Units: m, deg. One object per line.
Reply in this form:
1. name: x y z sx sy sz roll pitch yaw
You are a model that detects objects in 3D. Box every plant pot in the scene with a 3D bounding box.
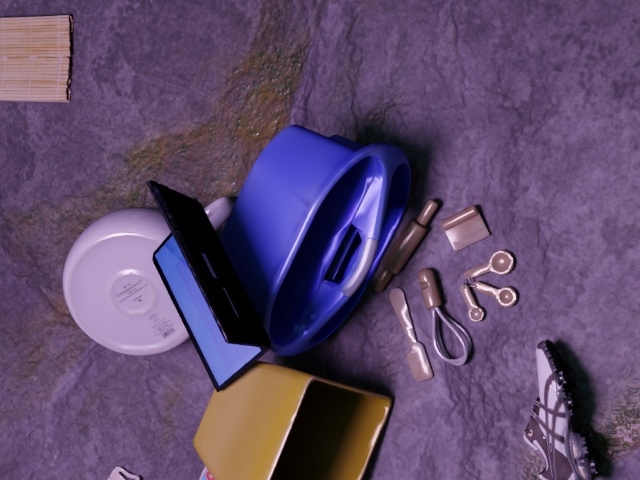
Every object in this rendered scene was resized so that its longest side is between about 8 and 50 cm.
1. plant pot: -0.058 0.282 1.623 0.187 0.212 0.212 20 87 40

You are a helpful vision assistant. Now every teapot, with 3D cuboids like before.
1. teapot: -0.274 0.044 1.764 0.255 0.187 0.253 8 114 2

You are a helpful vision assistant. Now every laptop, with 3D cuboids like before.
1. laptop: -0.179 0.070 1.491 0.136 0.264 0.234 -31 76 9

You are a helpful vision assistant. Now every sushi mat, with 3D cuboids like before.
1. sushi mat: -0.574 -0.328 2.008 0.316 0.019 0.152 4 90 27

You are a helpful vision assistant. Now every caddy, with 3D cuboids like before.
1. caddy: 0.000 0.000 1.582 0.179 0.241 0.341 33 105 28

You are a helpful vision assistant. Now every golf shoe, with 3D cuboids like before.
1. golf shoe: 0.310 0.237 1.507 0.093 0.077 0.198 -18 80 27

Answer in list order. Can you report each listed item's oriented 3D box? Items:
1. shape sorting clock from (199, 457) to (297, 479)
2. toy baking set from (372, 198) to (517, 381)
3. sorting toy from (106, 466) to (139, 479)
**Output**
1. shape sorting clock: -0.115 0.423 1.747 0.206 0.040 0.206 0 89 27
2. toy baking set: 0.171 0.071 1.607 0.197 0.030 0.256 44 108 21
3. sorting toy: -0.335 0.424 1.865 0.083 0.045 0.075 20 91 27
